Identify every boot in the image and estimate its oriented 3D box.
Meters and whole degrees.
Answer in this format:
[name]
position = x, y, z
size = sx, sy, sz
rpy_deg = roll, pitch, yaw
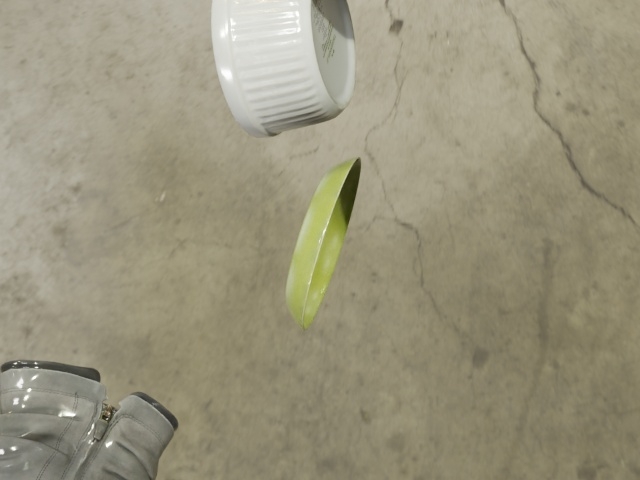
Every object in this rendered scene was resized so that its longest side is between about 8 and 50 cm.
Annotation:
[boot]
position = -0.292, 0.204, 0.938
size = 0.338, 0.223, 0.118
rpy_deg = 25, 146, -34

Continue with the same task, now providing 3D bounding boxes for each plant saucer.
[plant saucer]
position = 0.000, 0.000, 1.432
size = 0.037, 0.241, 0.241
rpy_deg = 17, 111, 7

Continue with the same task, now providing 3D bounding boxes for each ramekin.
[ramekin]
position = -0.034, -0.224, 1.241
size = 0.109, 0.207, 0.207
rpy_deg = -4, 110, 20
